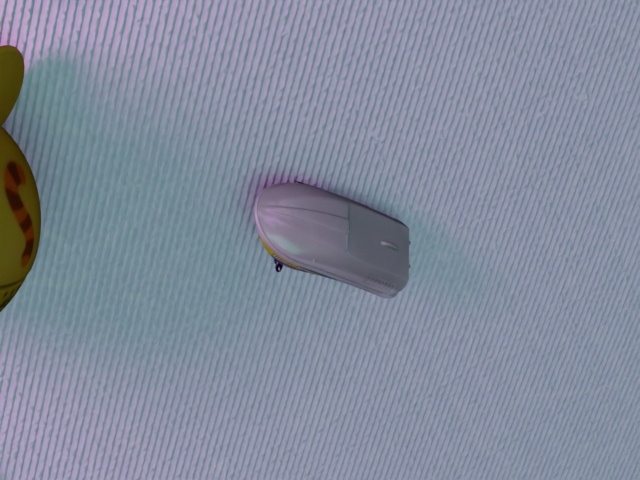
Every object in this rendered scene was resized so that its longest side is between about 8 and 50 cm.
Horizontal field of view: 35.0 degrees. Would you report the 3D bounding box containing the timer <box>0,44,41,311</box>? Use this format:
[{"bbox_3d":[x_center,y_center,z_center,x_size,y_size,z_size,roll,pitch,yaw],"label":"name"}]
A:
[{"bbox_3d":[-0.501,-0.067,1.227,0.376,0.376,0.387,18,105,-22],"label":"timer"}]

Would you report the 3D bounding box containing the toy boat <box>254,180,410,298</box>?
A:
[{"bbox_3d":[0.008,-0.001,1.526,0.269,0.141,0.141,14,107,-22],"label":"toy boat"}]
